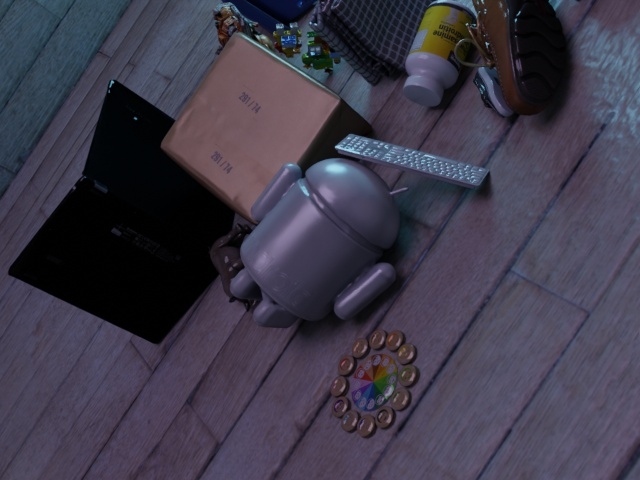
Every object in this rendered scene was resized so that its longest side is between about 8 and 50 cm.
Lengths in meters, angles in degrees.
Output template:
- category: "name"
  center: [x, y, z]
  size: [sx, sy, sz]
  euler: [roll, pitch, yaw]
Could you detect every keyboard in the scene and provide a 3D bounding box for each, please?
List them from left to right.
- category: "keyboard"
  center: [0.154, -0.137, 1.430]
  size: [0.256, 0.014, 0.072]
  euler: [17, 38, 18]

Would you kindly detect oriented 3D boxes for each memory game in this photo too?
- category: "memory game"
  center: [0.085, 0.228, 1.375]
  size: [0.186, 0.012, 0.186]
  euler: [-29, 44, 33]

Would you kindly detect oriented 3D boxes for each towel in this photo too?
- category: "towel"
  center: [0.115, -0.493, 1.706]
  size: [0.121, 0.235, 0.284]
  euler: [2, 65, 43]

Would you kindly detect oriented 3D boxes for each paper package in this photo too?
- category: "paper package"
  center: [-0.114, -0.208, 1.713]
  size: [0.325, 0.168, 0.309]
  euler: [36, 94, 28]

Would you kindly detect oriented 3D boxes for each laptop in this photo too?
- category: "laptop"
  center: [-0.405, -0.053, 1.844]
  size: [0.408, 0.382, 0.236]
  euler: [-49, 36, 11]

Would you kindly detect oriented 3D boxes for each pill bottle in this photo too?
- category: "pill bottle"
  center: [0.220, -0.348, 1.581]
  size: [0.103, 0.103, 0.184]
  euler: [3, 66, 50]

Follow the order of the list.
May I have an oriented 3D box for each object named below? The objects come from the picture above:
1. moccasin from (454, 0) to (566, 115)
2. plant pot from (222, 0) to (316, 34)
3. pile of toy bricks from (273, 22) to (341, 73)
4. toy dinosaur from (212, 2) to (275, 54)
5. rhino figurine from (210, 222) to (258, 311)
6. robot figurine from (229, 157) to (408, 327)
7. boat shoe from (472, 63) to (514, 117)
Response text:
- category: "moccasin"
  center: [0.316, -0.361, 1.448]
  size: [0.147, 0.139, 0.380]
  euler: [-46, 43, 45]
- category: "plant pot"
  center: [-0.142, -0.671, 2.149]
  size: [0.212, 0.236, 0.236]
  euler: [-54, 35, 15]
- category: "pile of toy bricks"
  center: [0.005, -0.421, 1.885]
  size: [0.212, 0.105, 0.118]
  euler: [-5, 48, 0]
- category: "toy dinosaur"
  center: [-0.164, -0.408, 1.940]
  size: [0.164, 0.218, 0.322]
  euler: [-9, 54, -5]
- category: "rhino figurine"
  center: [-0.165, 0.062, 1.742]
  size: [0.106, 0.073, 0.243]
  euler: [-43, 39, 12]
- category: "robot figurine"
  center: [0.000, 0.000, 1.488]
  size: [0.300, 0.200, 0.353]
  euler: [46, 103, 19]
- category: "boat shoe"
  center: [0.301, -0.253, 1.470]
  size: [0.040, 0.049, 0.142]
  euler: [-55, 29, 35]
